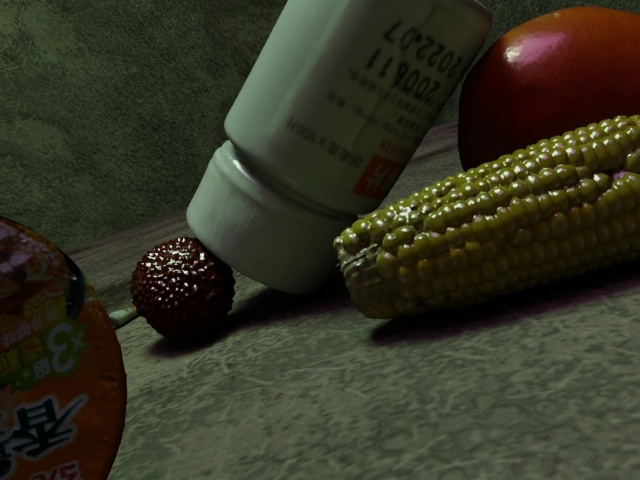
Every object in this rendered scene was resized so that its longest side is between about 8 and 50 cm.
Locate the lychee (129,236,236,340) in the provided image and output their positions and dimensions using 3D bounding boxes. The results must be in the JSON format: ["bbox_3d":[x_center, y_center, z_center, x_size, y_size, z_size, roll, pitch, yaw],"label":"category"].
[{"bbox_3d":[-0.158,0.056,0.782,0.123,0.123,0.129,-16,17,8],"label":"lychee"}]

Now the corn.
[{"bbox_3d":[0.186,-0.018,0.603,0.347,0.130,0.130,-20,10,1],"label":"corn"}]

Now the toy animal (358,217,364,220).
[{"bbox_3d":[-0.005,-0.019,1.022,0.260,0.087,0.243,-17,8,-16],"label":"toy animal"}]

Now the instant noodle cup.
[{"bbox_3d":[-0.263,0.104,0.455,0.230,0.230,0.182,-23,2,-30],"label":"instant noodle cup"}]

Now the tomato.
[{"bbox_3d":[0.277,-0.120,0.740,0.260,0.260,0.180,-15,40,13],"label":"tomato"}]

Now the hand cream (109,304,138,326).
[{"bbox_3d":[-0.276,0.104,0.990,0.035,0.022,0.102,-21,4,21],"label":"hand cream"}]

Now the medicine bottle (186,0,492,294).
[{"bbox_3d":[0.011,-0.140,0.780,0.371,0.211,0.211,-59,-3,18],"label":"medicine bottle"}]
